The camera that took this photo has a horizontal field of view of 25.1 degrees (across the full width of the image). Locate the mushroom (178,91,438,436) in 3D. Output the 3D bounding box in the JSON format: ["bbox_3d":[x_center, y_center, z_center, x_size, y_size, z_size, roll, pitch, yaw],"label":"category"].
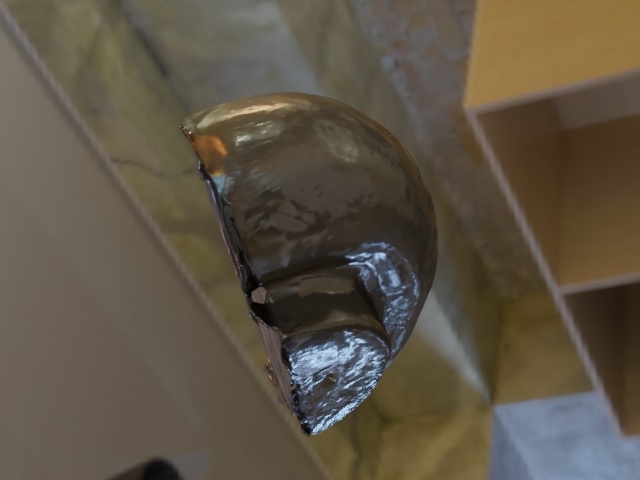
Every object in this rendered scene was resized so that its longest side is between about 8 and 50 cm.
[{"bbox_3d":[0.000,0.000,0.703,0.141,0.117,0.188,52,171,32],"label":"mushroom"}]
